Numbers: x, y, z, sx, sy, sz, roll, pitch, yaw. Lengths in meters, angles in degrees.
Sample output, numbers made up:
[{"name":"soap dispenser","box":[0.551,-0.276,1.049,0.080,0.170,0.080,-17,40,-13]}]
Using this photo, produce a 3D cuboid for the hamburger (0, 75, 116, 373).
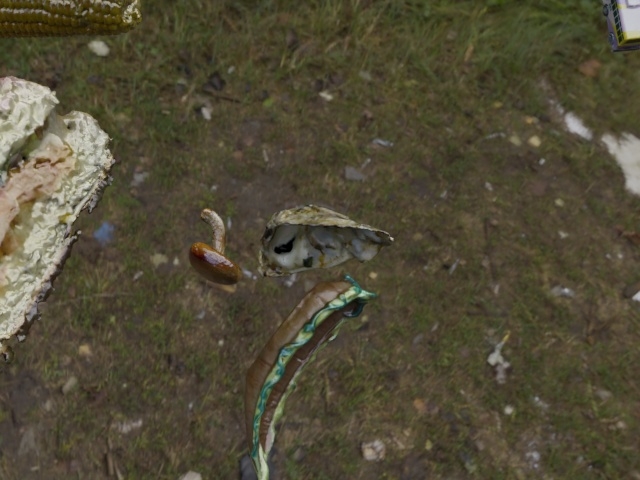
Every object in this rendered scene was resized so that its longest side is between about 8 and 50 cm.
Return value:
[{"name":"hamburger","box":[-0.520,-0.015,1.080,0.268,0.287,0.445,38,56,-33]}]

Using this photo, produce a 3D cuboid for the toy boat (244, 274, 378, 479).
[{"name":"toy boat","box":[-0.037,0.172,1.017,0.099,0.108,0.293,30,87,18]}]

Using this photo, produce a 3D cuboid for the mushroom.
[{"name":"mushroom","box":[-0.177,0.016,1.232,0.072,0.088,0.129,-21,92,-6]}]

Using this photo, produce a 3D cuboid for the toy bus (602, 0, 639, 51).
[{"name":"toy bus","box":[0.478,-0.353,1.202,0.052,0.058,0.102,-7,82,-6]}]

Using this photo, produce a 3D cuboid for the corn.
[{"name":"corn","box":[-0.469,-0.379,1.225,0.363,0.120,0.120,2,54,-1]}]

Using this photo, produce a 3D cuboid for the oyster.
[{"name":"oyster","box":[0.003,0.001,1.423,0.294,0.166,0.094,-2,44,22]}]
